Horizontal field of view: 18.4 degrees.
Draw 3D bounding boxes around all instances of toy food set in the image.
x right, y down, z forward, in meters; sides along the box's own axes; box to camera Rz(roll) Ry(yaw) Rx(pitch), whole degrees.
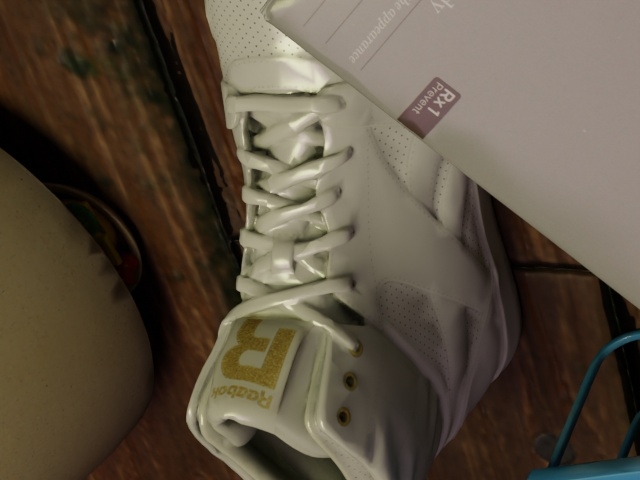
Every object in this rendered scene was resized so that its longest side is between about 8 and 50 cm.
[{"bbox_3d":[-0.132,0.002,1.034,0.083,0.020,0.082,-4,128,34],"label":"toy food set"}]

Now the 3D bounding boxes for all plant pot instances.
[{"bbox_3d":[-0.258,0.076,1.032,0.284,0.191,0.284,23,143,18],"label":"plant pot"}]

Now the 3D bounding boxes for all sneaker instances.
[{"bbox_3d":[0.000,0.000,0.841,0.108,0.169,0.292,1,130,33],"label":"sneaker"}]

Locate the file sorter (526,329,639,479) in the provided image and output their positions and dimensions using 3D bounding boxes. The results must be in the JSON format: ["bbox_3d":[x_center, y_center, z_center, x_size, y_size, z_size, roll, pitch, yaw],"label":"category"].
[{"bbox_3d":[0.197,0.128,0.897,0.118,0.104,0.170,-13,123,40],"label":"file sorter"}]

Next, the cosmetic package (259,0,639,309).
[{"bbox_3d":[0.113,-0.070,0.733,0.238,0.107,0.127,37,120,-4],"label":"cosmetic package"}]
